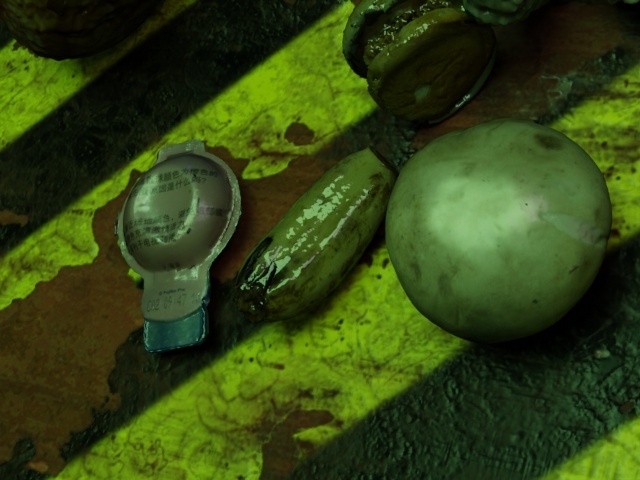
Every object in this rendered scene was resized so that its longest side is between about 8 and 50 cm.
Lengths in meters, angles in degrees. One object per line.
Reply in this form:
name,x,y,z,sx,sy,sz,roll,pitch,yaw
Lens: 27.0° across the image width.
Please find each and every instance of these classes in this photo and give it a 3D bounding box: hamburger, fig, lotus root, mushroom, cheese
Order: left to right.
fig,-0.268,-0.401,1.856,0.369,0.286,0.286,-3,63,3
cheese,-0.182,0.002,1.687,0.189,0.074,0.286,-14,64,24
lotus root,0.000,0.000,1.573,0.110,0.097,0.258,38,81,30
hamburger,0.121,-0.230,1.578,0.185,0.177,0.113,-12,49,-27
mushroom,0.191,-0.017,1.414,0.255,0.184,0.255,-14,57,23

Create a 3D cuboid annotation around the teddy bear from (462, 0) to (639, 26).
teddy bear,0.323,-0.421,1.527,0.367,0.224,0.357,-13,68,16
